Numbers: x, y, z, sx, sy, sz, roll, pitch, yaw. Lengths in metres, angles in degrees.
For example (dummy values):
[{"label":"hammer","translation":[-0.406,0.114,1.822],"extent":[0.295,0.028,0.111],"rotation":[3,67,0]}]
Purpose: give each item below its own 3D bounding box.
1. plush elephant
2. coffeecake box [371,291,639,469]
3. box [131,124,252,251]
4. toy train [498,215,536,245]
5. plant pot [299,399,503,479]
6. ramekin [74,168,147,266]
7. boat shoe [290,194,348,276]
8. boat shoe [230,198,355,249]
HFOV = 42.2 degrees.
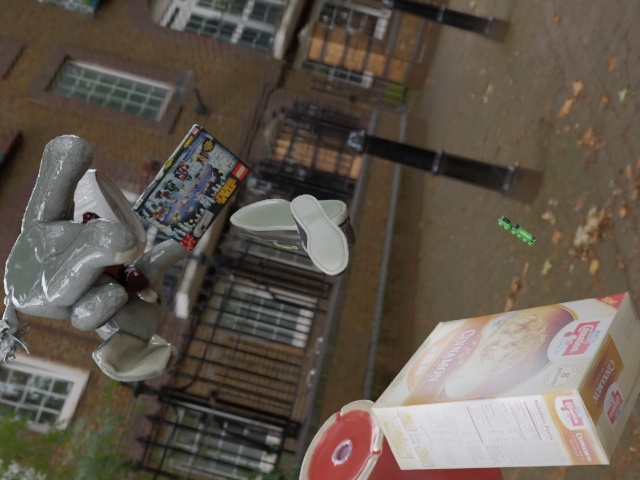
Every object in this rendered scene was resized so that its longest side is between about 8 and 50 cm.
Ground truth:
[{"label":"plush elephant","translation":[-0.312,0.062,1.229],"extent":[0.272,0.255,0.330],"rotation":[45,109,42]},{"label":"coffeecake box","translation":[0.159,0.118,0.687],"extent":[0.142,0.185,0.068],"rotation":[-40,-71,-47]},{"label":"box","translation":[-0.164,-0.067,1.067],"extent":[0.137,0.094,0.027],"rotation":[-55,35,-5]},{"label":"toy train","translation":[0.377,-0.019,1.583],"extent":[0.017,0.083,0.023],"rotation":[-53,-10,-17]},{"label":"plant pot","translation":[0.117,0.400,1.347],"extent":[0.275,0.243,0.275],"rotation":[-42,24,24]},{"label":"ramekin","translation":[-0.405,-0.033,1.506],"extent":[0.109,0.207,0.207],"rotation":[-33,1,1]},{"label":"boat shoe","translation":[0.000,0.000,0.951],"extent":[0.125,0.046,0.038],"rotation":[56,168,40]},{"label":"boat shoe","translation":[-0.047,-0.019,1.319],"extent":[0.081,0.228,0.068],"rotation":[-50,-51,-37]}]
